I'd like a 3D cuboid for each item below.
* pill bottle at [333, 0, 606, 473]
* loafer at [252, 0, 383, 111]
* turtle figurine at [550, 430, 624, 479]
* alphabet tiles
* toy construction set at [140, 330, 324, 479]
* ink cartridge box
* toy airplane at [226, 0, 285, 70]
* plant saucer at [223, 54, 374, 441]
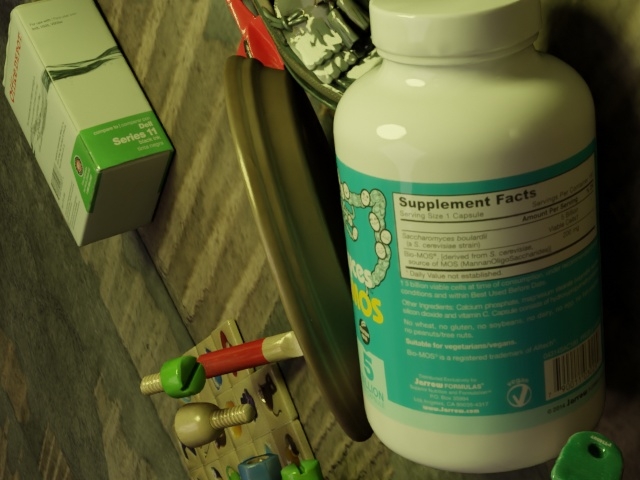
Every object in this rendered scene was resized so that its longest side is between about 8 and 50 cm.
[{"bbox_3d":[0.086,-0.012,0.807,0.146,0.146,0.264,28,130,55],"label":"pill bottle"},{"bbox_3d":[-0.013,-0.173,0.926,0.267,0.096,0.084,53,-172,37],"label":"loafer"},{"bbox_3d":[0.153,0.217,0.834,0.118,0.175,0.234,-106,25,-47],"label":"turtle figurine"},{"bbox_3d":[-0.073,0.237,1.435,0.285,0.011,0.342,68,154,8],"label":"alphabet tiles"},{"bbox_3d":[-0.030,0.220,1.171,0.237,0.257,0.309,-18,65,39],"label":"toy construction set"},{"bbox_3d":[-0.241,-0.124,1.437,0.208,0.086,0.153,61,152,19],"label":"ink cartridge box"},{"bbox_3d":[-0.056,-0.174,1.111,0.151,0.028,0.151,39,138,46],"label":"toy airplane"},{"bbox_3d":[0.000,0.000,0.970,0.278,0.041,0.278,-19,-90,-84],"label":"plant saucer"}]
